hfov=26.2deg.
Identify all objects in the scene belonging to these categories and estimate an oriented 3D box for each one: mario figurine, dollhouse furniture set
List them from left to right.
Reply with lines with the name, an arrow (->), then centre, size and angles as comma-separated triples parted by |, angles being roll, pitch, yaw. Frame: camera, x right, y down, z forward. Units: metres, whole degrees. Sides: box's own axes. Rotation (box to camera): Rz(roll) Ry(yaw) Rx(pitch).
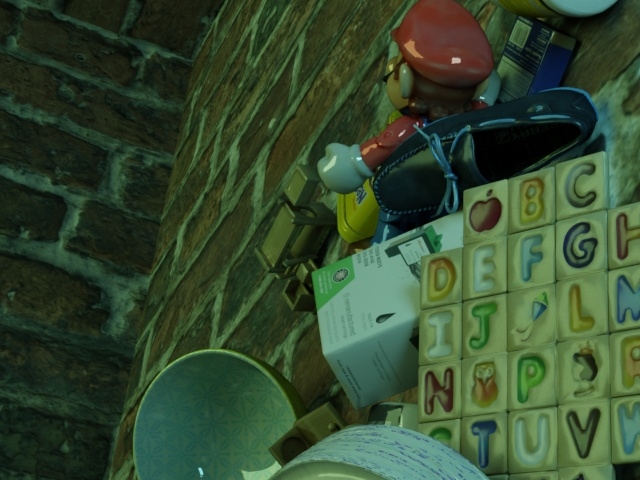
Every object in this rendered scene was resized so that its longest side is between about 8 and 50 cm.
dollhouse furniture set -> -0.017, 0.319, 1.751 | 0.151, 0.144, 0.123 | -38, -1, -30
dollhouse furniture set -> 0.000, 0.000, 2.210 | 0.161, 0.101, 0.182 | 56, 130, 40
mario figurine -> 0.108, -0.127, 1.610 | 0.198, 0.170, 0.321 | -30, -48, -69

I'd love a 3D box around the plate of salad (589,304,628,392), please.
plate of salad -> 0.239, 0.118, 1.287 | 0.200, 0.048, 0.200 | -172, 90, -70

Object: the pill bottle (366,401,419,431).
pill bottle -> 0.090, 0.301, 1.432 | 0.130, 0.130, 0.246 | 150, 135, -67

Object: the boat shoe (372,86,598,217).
boat shoe -> 0.165, -0.096, 1.463 | 0.258, 0.109, 0.089 | -29, 15, 22

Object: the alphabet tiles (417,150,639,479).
alphabet tiles -> 0.196, 0.098, 1.261 | 0.285, 0.011, 0.343 | -15, 66, 46

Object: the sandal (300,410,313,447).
sandal -> -0.021, 0.351, 1.838 | 0.054, 0.097, 0.254 | -3, 68, 46

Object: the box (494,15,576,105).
box -> 0.228, -0.152, 1.643 | 0.136, 0.036, 0.225 | -117, 47, -69

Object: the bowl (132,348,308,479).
bowl -> -0.117, 0.302, 2.023 | 0.156, 0.289, 0.289 | 4, -72, -63

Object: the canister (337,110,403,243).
canister -> 0.092, -0.088, 1.966 | 0.126, 0.073, 0.170 | -89, 25, -46

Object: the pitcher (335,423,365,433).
pitcher -> 0.009, 0.331, 1.633 | 0.177, 0.125, 0.207 | -33, 23, 11

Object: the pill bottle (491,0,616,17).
pill bottle -> 0.260, -0.313, 1.566 | 0.208, 0.119, 0.119 | -149, 78, -74

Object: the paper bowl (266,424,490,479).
paper bowl -> 0.046, 0.323, 1.244 | 0.148, 0.284, 0.284 | -27, -27, -51

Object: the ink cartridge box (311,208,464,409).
ink cartridge box -> 0.112, 0.065, 1.468 | 0.219, 0.092, 0.160 | -24, 32, 9
